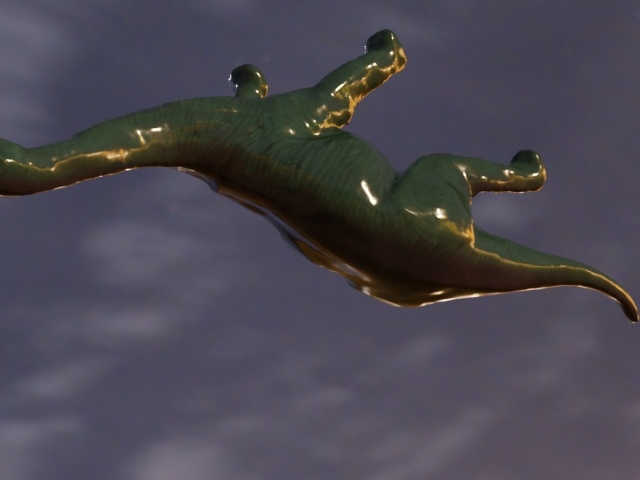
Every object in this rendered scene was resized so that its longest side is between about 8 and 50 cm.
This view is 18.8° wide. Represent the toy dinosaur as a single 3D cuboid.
[{"bbox_3d":[0.000,0.000,1.180,0.129,0.383,0.331,-58,-7,32],"label":"toy dinosaur"}]
